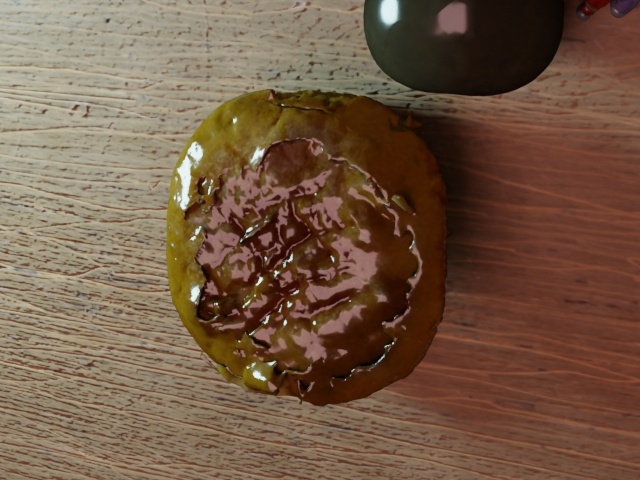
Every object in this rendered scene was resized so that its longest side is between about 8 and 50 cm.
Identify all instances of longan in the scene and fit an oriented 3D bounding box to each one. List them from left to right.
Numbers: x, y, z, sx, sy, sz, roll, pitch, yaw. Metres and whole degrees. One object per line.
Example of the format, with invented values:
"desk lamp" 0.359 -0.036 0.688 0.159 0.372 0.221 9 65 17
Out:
"longan" 0.145 -0.245 1.520 0.220 0.196 0.196 6 121 38

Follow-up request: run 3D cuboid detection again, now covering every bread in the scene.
"bread" -0.001 0.003 1.696 0.337 0.204 0.358 8 100 19

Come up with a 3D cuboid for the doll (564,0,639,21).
"doll" 0.323 -0.295 1.462 0.102 0.075 0.227 35 140 -11
